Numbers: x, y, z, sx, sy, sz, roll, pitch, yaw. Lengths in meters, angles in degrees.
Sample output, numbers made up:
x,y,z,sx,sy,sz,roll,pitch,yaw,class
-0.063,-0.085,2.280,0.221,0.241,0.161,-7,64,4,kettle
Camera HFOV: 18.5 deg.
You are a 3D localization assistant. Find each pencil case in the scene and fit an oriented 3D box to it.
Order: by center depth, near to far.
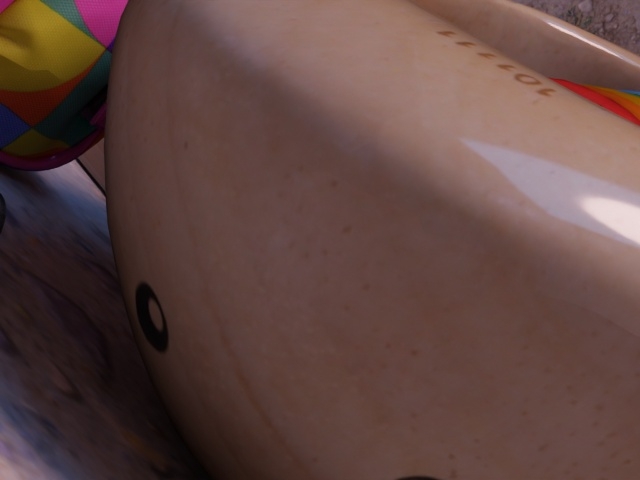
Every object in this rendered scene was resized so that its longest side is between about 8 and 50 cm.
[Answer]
x,y,z,sx,sy,sz,roll,pitch,yaw,class
-0.145,-0.125,0.790,0.104,0.104,0.236,35,12,-47,pencil case

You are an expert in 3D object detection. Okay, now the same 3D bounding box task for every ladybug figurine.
x,y,z,sx,sy,sz,roll,pitch,yaw,class
0.079,0.017,0.699,0.305,0.162,0.449,32,14,23,ladybug figurine

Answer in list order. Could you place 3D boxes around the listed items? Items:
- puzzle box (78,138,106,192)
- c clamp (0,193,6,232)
x,y,z,sx,sy,sz,roll,pitch,yaw,class
0.000,0.000,1.026,0.272,0.052,0.409,47,8,37,puzzle box
-0.147,-0.037,0.571,0.137,0.022,0.161,42,6,39,c clamp
